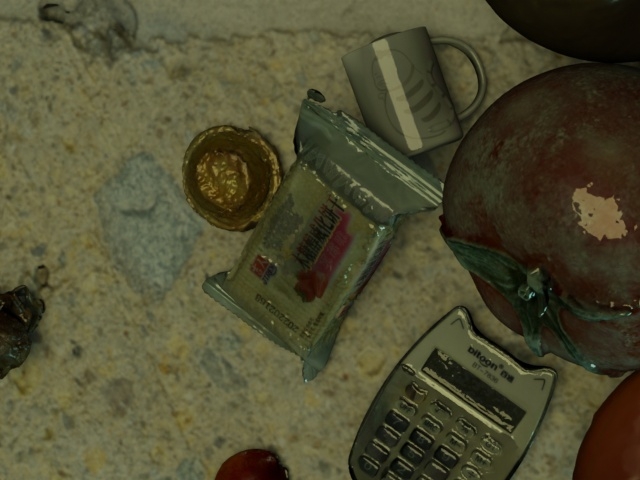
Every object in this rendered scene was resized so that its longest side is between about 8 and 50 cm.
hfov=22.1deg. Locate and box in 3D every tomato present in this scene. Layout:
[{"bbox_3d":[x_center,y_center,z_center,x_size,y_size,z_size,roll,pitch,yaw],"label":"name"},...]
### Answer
[{"bbox_3d":[0.277,-0.021,1.624,0.317,0.316,0.282,44,67,8],"label":"tomato"}]

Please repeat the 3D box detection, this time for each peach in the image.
[{"bbox_3d":[-0.083,0.292,1.904,0.098,0.061,0.098,3,96,24],"label":"peach"}]

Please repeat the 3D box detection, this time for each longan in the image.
[{"bbox_3d":[0.291,-0.293,1.613,0.300,0.300,0.243,-1,117,17],"label":"longan"}]

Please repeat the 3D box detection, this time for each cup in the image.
[{"bbox_3d":[0.106,-0.163,1.773,0.136,0.099,0.133,-19,90,19],"label":"cup"}]

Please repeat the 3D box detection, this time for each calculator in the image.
[{"bbox_3d":[0.142,0.213,1.837,0.177,0.040,0.268,36,106,10],"label":"calculator"}]

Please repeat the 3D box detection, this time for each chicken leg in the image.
[{"bbox_3d":[-0.428,0.089,1.984,0.196,0.080,0.125,24,93,21],"label":"chicken leg"}]

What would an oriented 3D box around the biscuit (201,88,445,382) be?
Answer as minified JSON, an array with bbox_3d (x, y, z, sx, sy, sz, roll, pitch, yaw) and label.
[{"bbox_3d":[-0.004,-0.003,1.801,0.186,0.079,0.309,39,129,10],"label":"biscuit"}]

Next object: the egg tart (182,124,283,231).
[{"bbox_3d":[-0.106,-0.070,1.875,0.129,0.049,0.129,3,98,18],"label":"egg tart"}]

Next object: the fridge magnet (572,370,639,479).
[{"bbox_3d":[0.440,0.271,1.682,0.364,0.155,0.363,1,95,10],"label":"fridge magnet"}]
